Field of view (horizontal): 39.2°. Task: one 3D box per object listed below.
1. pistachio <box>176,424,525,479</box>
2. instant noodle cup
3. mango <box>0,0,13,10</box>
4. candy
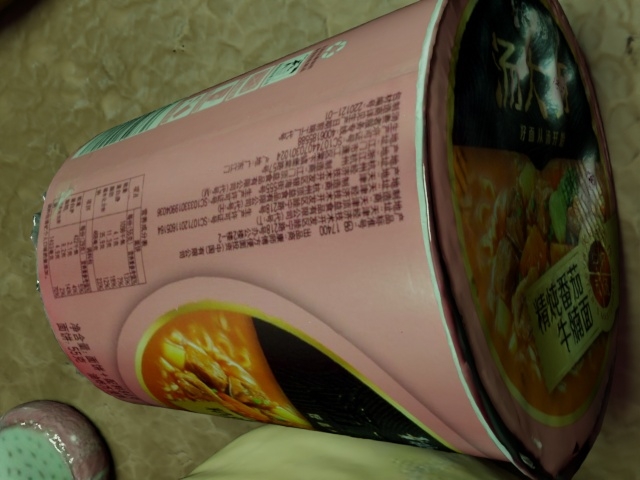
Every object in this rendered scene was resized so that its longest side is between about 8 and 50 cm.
[{"bbox_3d":[0.046,0.215,0.486,0.321,0.229,0.238,20,150,3],"label":"pistachio"},{"bbox_3d":[0.000,0.000,0.463,0.255,0.244,0.244,-9,100,33],"label":"instant noodle cup"},{"bbox_3d":[-0.229,-0.208,0.549,0.227,0.099,0.136,-37,123,16],"label":"mango"},{"bbox_3d":[-0.206,0.171,0.676,0.103,0.043,0.103,7,106,23],"label":"candy"}]
